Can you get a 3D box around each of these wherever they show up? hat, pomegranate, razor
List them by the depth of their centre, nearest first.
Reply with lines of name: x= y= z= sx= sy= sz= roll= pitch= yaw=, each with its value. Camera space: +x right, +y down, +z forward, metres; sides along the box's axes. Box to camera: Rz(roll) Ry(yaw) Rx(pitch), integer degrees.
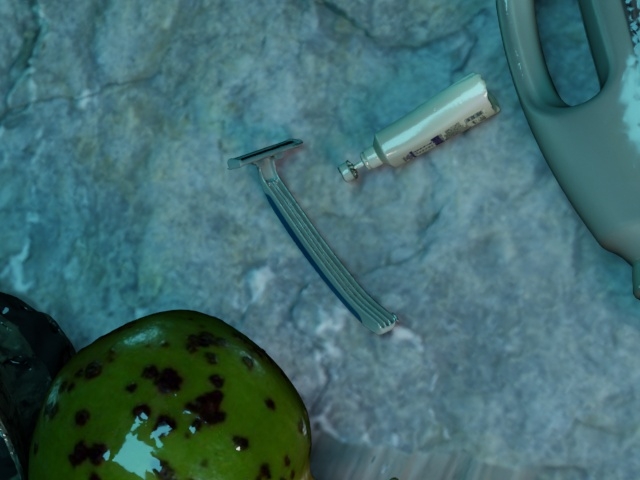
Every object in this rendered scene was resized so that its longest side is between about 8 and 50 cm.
pomegranate: x=-0.073 y=0.163 z=1.257 sx=0.285 sy=0.231 sz=0.231 roll=0 pitch=76 yaw=6
hat: x=-0.269 y=0.112 z=1.365 sx=0.265 sy=0.265 sz=0.128 roll=40 pitch=53 yaw=22
razor: x=-0.002 y=0.002 z=1.369 sx=0.068 sy=0.037 sz=0.191 roll=-23 pitch=69 yaw=-34

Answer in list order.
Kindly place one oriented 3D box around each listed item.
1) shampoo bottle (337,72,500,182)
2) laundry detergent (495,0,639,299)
shampoo bottle: x=0.076 y=-0.087 z=1.362 sx=0.141 sy=0.049 sz=0.034 roll=-29 pitch=75 yaw=10
laundry detergent: x=0.260 y=-0.111 z=1.276 sx=0.264 sy=0.125 sz=0.398 roll=-1 pitch=78 yaw=15
